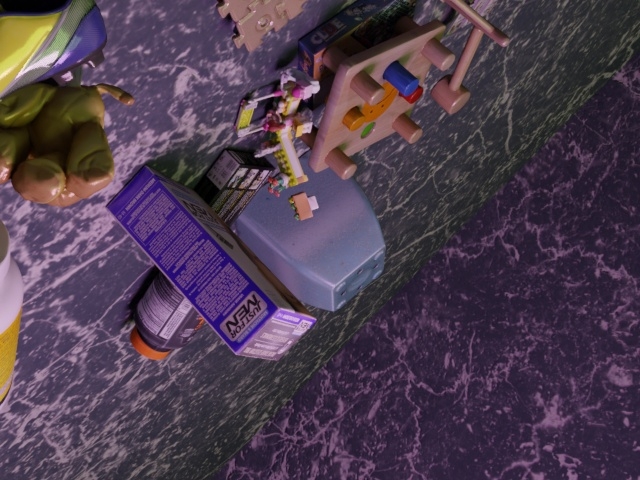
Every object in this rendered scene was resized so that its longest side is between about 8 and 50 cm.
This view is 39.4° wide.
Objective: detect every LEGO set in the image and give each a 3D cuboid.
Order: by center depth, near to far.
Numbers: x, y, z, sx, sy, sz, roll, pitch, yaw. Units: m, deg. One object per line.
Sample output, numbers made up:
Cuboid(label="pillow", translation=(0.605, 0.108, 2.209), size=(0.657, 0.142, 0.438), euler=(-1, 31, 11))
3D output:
Cuboid(label="LEGO set", translation=(-0.079, -0.163, 1.553), size=(0.107, 0.132, 0.287), euler=(-23, 131, -34))
Cuboid(label="LEGO set", translation=(0.339, -0.532, 1.785), size=(0.182, 0.060, 0.244), euler=(-35, 167, -39))

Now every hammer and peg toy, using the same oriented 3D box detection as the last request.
Cuboid(label="hammer and peg toy", translation=(0.137, -0.283, 1.613), size=(0.361, 0.127, 0.266), euler=(-31, 155, -33))

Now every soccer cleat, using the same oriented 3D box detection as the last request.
Cuboid(label="soccer cleat", translation=(-0.375, -0.201, 0.983), size=(0.289, 0.093, 0.121), euler=(-33, 131, -19))

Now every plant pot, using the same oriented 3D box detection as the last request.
Cuboid(label="plant pot", translation=(0.000, 0.000, 1.868), size=(0.248, 0.252, 0.247), euler=(-38, 161, -15))

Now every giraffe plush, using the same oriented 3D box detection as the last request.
Cuboid(label="giraffe plush", translation=(-0.339, -0.116, 1.139), size=(0.170, 0.181, 0.210), euler=(123, -14, -59))

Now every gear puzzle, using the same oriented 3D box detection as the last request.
Cuboid(label="gear puzzle", translation=(-0.091, -0.395, 1.191), size=(0.175, 0.044, 0.339), euler=(-40, 158, -6))

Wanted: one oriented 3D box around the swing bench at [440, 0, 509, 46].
Cuboid(label="swing bench", translation=(0.283, -0.499, 1.471), size=(0.165, 0.254, 0.253), euler=(30, 107, -36))

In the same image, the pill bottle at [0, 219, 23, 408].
Cuboid(label="pill bottle", translation=(-0.496, 0.105, 1.185), size=(0.188, 0.188, 0.334), euler=(-28, 155, -39))

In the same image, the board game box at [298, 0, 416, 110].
Cuboid(label="board game box", translation=(0.066, -0.352, 1.583), size=(0.243, 0.042, 0.165), euler=(-37, 160, -18))

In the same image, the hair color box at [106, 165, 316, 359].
Cuboid(label="hair color box", translation=(-0.175, 0.040, 1.460), size=(0.110, 0.339, 0.185), euler=(-45, 161, 5))

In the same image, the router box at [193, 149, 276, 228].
Cuboid(label="router box", translation=(-0.178, -0.083, 1.648), size=(0.179, 0.046, 0.133), euler=(-50, 161, 18))

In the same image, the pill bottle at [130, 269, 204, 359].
Cuboid(label="pill bottle", translation=(-0.280, 0.122, 1.745), size=(0.245, 0.130, 0.130), euler=(-53, 159, 25))
